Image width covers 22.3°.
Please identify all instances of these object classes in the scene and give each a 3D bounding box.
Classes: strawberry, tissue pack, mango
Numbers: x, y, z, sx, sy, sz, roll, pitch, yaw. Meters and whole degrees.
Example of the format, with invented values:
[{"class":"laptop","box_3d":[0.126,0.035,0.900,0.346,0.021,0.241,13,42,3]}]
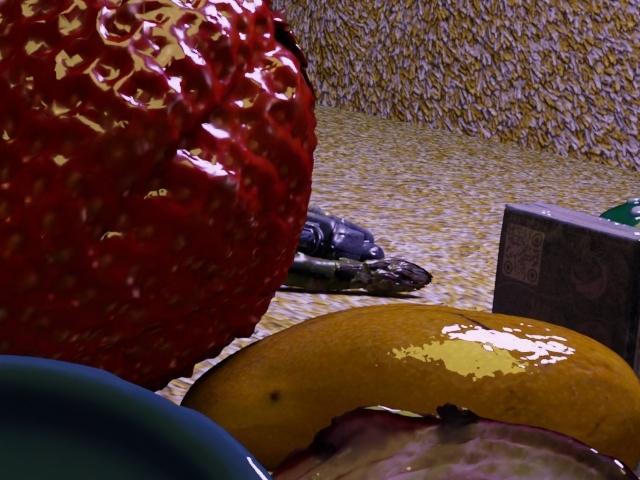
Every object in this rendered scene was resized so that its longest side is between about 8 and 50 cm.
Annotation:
[{"class":"strawberry","box_3d":[-0.128,-0.022,0.886,0.238,0.250,0.288,-25,20,38]},{"class":"tissue pack","box_3d":[0.155,0.062,0.998,0.051,0.156,0.112,-6,16,-41]},{"class":"mango","box_3d":[0.053,0.087,0.904,0.262,0.109,0.157,6,14,-3]}]

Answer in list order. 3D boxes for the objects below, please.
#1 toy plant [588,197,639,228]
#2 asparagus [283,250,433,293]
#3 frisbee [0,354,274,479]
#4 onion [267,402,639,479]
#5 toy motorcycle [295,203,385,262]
[{"class":"toy plant","box_3d":[0.338,0.021,1.528,0.243,0.112,0.232,8,9,-38]},{"class":"asparagus","box_3d":[0.027,0.029,1.445,0.165,0.036,0.030,2,-4,-24]},{"class":"frisbee","box_3d":[-0.134,0.134,0.412,0.289,0.049,0.289,-9,33,6]},{"class":"onion","box_3d":[0.013,0.156,0.435,0.218,0.140,0.195,-40,36,-21]},{"class":"toy motorcycle","box_3d":[0.000,0.000,1.521,0.124,0.061,0.193,18,1,-1]}]
